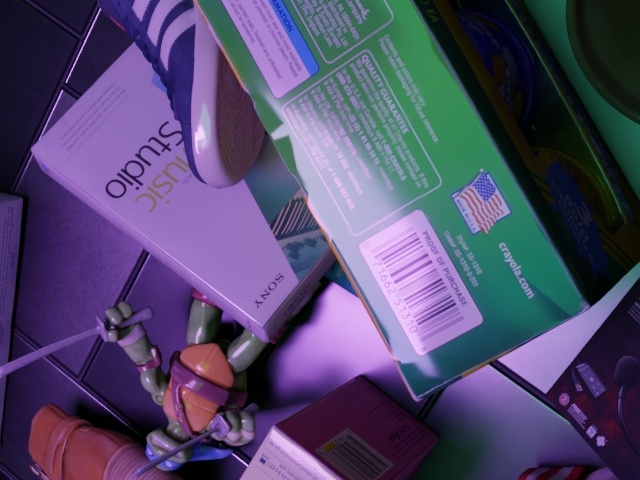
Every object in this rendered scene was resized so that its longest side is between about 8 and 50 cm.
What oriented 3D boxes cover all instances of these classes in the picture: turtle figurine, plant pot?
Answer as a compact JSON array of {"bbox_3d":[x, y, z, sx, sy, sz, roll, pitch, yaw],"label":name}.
[{"bbox_3d":[-0.132,0.117,1.194,0.197,0.274,0.266,25,83,51],"label":"turtle figurine"},{"bbox_3d":[0.341,-0.212,0.988,0.237,0.110,0.237,16,132,19],"label":"plant pot"}]

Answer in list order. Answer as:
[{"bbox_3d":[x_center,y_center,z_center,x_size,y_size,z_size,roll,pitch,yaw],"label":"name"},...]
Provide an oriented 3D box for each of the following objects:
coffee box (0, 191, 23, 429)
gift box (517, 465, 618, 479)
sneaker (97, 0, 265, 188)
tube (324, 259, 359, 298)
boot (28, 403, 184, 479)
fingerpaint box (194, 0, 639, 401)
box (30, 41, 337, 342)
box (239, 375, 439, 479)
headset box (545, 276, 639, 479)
[{"bbox_3d":[-0.594,0.096,1.337,0.337,0.334,0.338,13,104,21],"label":"coffee box"},{"bbox_3d":[0.223,0.364,1.062,0.276,0.255,0.258,-29,87,20],"label":"gift box"},{"bbox_3d":[-0.150,-0.209,1.161,0.148,0.131,0.350,-12,70,17],"label":"sneaker"},{"bbox_3d":[0.000,0.000,1.226,0.207,0.052,0.080,34,98,22],"label":"tube"},{"bbox_3d":[-0.262,0.344,1.355,0.220,0.109,0.284,22,126,31],"label":"boot"},{"bbox_3d":[0.097,-0.132,0.985,0.163,0.371,0.445,-31,83,24],"label":"fingerpaint box"},{"bbox_3d":[-0.106,-0.079,1.190,0.322,0.058,0.232,36,74,14],"label":"box"},{"bbox_3d":[-0.015,0.288,1.175,0.117,0.213,0.243,37,109,16],"label":"box"},{"bbox_3d":[0.372,0.105,0.993,0.293,0.110,0.218,-55,45,20],"label":"headset box"}]
